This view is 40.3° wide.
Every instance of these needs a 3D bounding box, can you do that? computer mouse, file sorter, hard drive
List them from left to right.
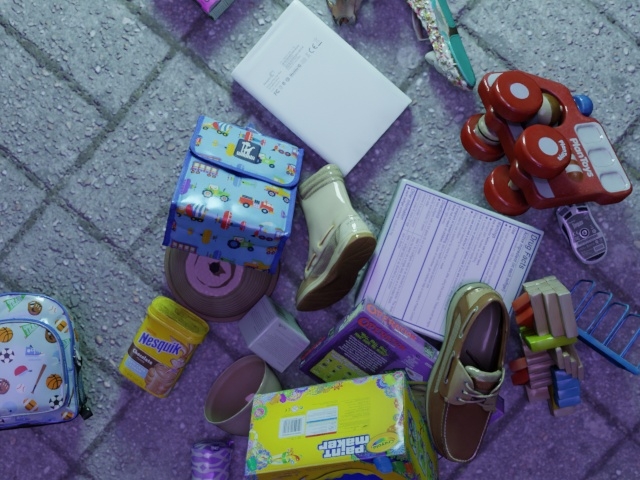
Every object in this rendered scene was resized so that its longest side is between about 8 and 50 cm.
[{"bbox_3d":[0.001,-0.303,1.740,0.307,0.040,0.203,42,94,1],"label":"hard drive"},{"bbox_3d":[0.501,-0.042,1.724,0.106,0.042,0.193,-22,85,-1],"label":"computer mouse"},{"bbox_3d":[0.555,0.164,1.691,0.170,0.118,0.104,35,91,1],"label":"file sorter"}]

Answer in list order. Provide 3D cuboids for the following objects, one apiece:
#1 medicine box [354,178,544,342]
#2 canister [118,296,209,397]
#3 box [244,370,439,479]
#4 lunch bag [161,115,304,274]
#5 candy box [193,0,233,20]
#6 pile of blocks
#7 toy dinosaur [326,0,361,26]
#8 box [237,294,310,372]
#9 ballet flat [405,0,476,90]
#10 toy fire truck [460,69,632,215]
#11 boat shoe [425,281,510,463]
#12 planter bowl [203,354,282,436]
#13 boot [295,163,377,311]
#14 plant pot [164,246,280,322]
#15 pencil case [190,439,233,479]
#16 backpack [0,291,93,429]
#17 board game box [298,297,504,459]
[{"bbox_3d":[0.243,0.053,1.687,0.289,0.149,0.263,21,94,2],"label":"medicine box"},{"bbox_3d":[-0.316,0.216,1.747,0.126,0.073,0.170,32,108,2],"label":"canister"},{"bbox_3d":[0.051,0.413,1.612,0.290,0.177,0.279,-12,132,15],"label":"box"},{"bbox_3d":[-0.157,-0.109,1.678,0.221,0.138,0.293,15,52,-7],"label":"lunch bag"},{"bbox_3d":[-0.191,-0.578,1.724,0.159,0.071,0.233,44,93,1],"label":"candy box"},{"bbox_3d":[0.414,0.229,1.629,0.112,0.149,0.362,-14,127,3],"label":"pile of blocks"},{"bbox_3d":[0.118,-0.569,1.692,0.200,0.127,0.296,16,72,41],"label":"toy dinosaur"},{"bbox_3d":[-0.093,0.184,1.719,0.087,0.101,0.102,-46,119,4],"label":"box"},{"bbox_3d":[0.233,-0.397,1.714,0.077,0.091,0.241,-22,86,34],"label":"ballet flat"},{"bbox_3d":[0.429,-0.192,1.654,0.254,0.169,0.302,-7,63,-22],"label":"toy fire truck"},{"bbox_3d":[0.266,0.238,1.551,0.122,0.120,0.324,5,94,-11],"label":"boat shoe"},{"bbox_3d":[-0.136,0.324,1.729,0.162,0.162,0.109,-41,117,4],"label":"planter bowl"},{"bbox_3d":[0.000,0.000,1.718,0.095,0.262,0.203,-3,53,-31],"label":"boot"},{"bbox_3d":[-0.202,0.049,1.733,0.237,0.110,0.237,0,92,4],"label":"plant pot"},{"bbox_3d":[-0.219,0.504,1.768,0.088,0.086,0.206,-1,94,-24],"label":"pencil case"},{"bbox_3d":[-0.589,0.231,1.691,0.276,0.213,0.263,-3,78,-18],"label":"backpack"},{"bbox_3d":[0.155,0.276,1.673,0.347,0.056,0.208,37,127,-12],"label":"board game box"}]
